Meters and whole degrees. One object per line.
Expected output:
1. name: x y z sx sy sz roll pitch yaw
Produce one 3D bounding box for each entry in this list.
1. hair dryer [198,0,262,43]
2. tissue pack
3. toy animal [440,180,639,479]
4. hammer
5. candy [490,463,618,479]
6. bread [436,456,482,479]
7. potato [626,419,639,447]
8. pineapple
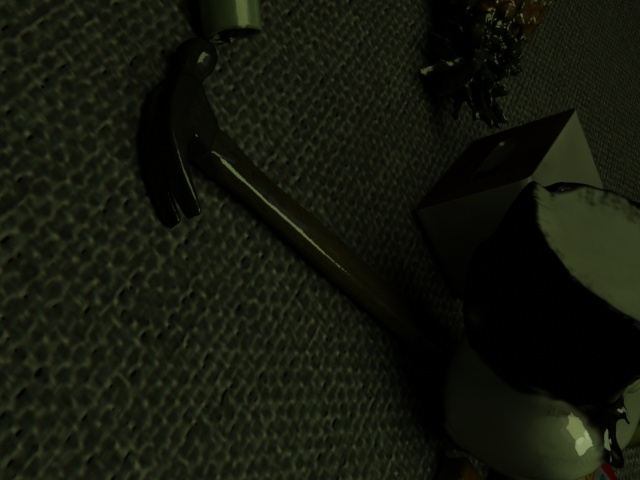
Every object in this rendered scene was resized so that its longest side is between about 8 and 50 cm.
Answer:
1. hair dryer: -0.069 -0.321 0.829 0.298 0.118 0.296 30 59 -58
2. tissue pack: 0.254 -0.049 1.065 0.246 0.159 0.136 -44 113 -51
3. toy animal: 0.248 0.115 0.872 0.250 0.310 0.251 12 39 -10
4. hammer: 0.000 0.000 0.812 0.440 0.044 0.168 40 46 -35
5. candy: 0.329 0.372 1.040 0.306 0.100 0.157 60 38 -18
6. bread: 0.154 0.298 0.897 0.090 0.035 0.094 59 39 -18
7. potato: 0.369 0.162 1.111 0.251 0.159 0.174 -97 176 -60
8. pineapple: 0.232 -0.287 1.154 0.169 0.169 0.341 39 56 -37
